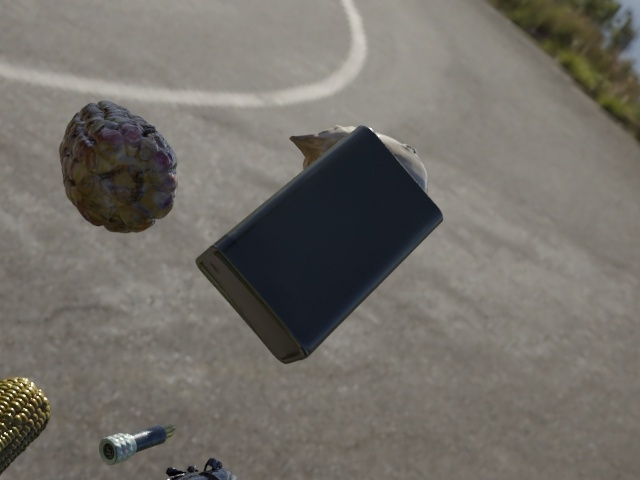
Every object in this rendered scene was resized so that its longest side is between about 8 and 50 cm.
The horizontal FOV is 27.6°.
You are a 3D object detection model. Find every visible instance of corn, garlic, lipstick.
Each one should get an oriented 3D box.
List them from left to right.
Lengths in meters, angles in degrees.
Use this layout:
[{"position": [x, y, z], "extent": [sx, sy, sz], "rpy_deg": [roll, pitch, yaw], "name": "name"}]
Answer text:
[{"position": [-0.372, 0.228, 1.376], "extent": [0.080, 0.080, 0.231], "rpy_deg": [38, 41, 4], "name": "corn"}, {"position": [-0.148, -0.061, 0.927], "extent": [0.079, 0.079, 0.237], "rpy_deg": [31, 6, -19], "name": "corn"}, {"position": [-0.230, 0.258, 1.673], "extent": [0.037, 0.037, 0.116], "rpy_deg": [46, 32, 25], "name": "lipstick"}, {"position": [0.045, -0.048, 2.134], "extent": [0.249, 0.286, 0.313], "rpy_deg": [51, -4, 10], "name": "garlic"}]

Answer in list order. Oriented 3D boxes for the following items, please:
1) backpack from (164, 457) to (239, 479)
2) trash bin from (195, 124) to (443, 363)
[{"position": [-0.225, 0.414, 1.960], "extent": [0.258, 0.206, 0.133], "rpy_deg": [14, 48, -59], "name": "backpack"}, {"position": [0.000, 0.000, 1.508], "extent": [0.164, 0.240, 0.122], "rpy_deg": [48, -19, -4], "name": "trash bin"}]
